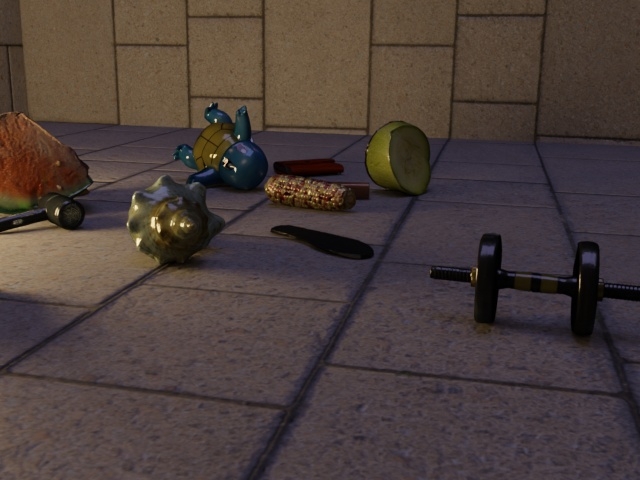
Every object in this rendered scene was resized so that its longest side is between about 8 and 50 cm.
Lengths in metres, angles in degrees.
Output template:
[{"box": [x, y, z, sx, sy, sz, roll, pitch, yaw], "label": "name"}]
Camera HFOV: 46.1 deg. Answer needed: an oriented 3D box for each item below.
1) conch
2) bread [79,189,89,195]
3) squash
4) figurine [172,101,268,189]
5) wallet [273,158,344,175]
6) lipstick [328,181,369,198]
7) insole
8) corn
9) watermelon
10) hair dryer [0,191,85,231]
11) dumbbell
[{"box": [-0.298, -0.050, 1.544, 0.203, 0.169, 0.386, 23, 8, -22], "label": "conch"}, {"box": [-0.696, -0.147, 2.127, 0.049, 0.103, 0.062, -6, 56, 18], "label": "bread"}, {"box": [0.248, -0.250, 2.236, 0.220, 0.220, 0.133, -9, 14, -33], "label": "squash"}, {"box": [-0.315, -0.271, 2.346, 0.298, 0.243, 0.416, -46, 22, -6], "label": "figurine"}, {"box": [-0.041, -0.249, 2.554, 0.205, 0.045, 0.142, -6, 16, -28], "label": "wallet"}, {"box": [0.067, -0.143, 2.149, 0.146, 0.045, 0.045, 1, 13, 0], "label": "lipstick"}, {"box": [0.000, 0.000, 1.652, 0.110, 0.012, 0.310, -14, 20, -42], "label": "insole"}, {"box": [-0.028, -0.124, 1.994, 0.254, 0.086, 0.086, 11, 17, 25], "label": "corn"}, {"box": [-0.721, -0.146, 1.857, 0.222, 0.319, 0.292, 35, 67, 15], "label": "watermelon"}, {"box": [-0.664, -0.051, 1.723, 0.219, 0.071, 0.124, -17, 23, -34], "label": "hair dryer"}, {"box": [0.331, 0.065, 1.158, 0.326, 0.143, 0.143, 5, 15, 16], "label": "dumbbell"}]
